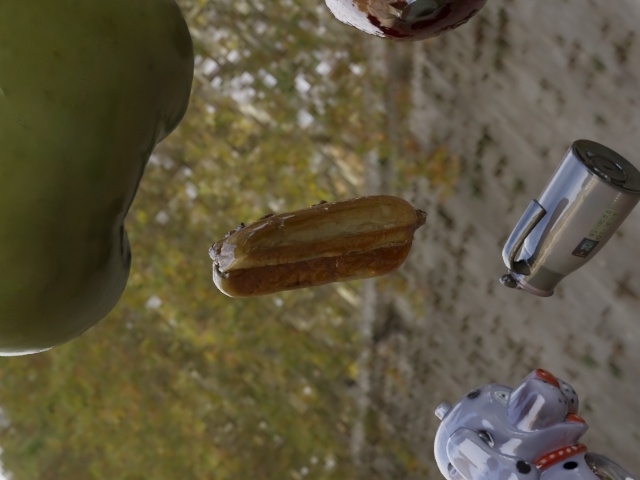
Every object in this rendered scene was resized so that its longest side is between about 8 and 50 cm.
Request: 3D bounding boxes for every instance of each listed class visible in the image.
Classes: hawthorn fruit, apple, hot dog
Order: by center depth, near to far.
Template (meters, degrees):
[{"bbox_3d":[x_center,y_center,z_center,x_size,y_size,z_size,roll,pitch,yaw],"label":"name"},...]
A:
[{"bbox_3d":[-0.308,-0.094,1.265,0.311,0.360,0.320,99,-165,-59],"label":"apple"},{"bbox_3d":[0.076,-0.264,1.369,0.185,0.185,0.202,-51,14,11],"label":"hawthorn fruit"},{"bbox_3d":[0.000,0.000,1.592,0.249,0.076,0.102,-11,-41,-24],"label":"hot dog"}]

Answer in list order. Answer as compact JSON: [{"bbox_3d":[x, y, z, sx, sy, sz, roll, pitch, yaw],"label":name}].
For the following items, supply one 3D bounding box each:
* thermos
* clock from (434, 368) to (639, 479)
[{"bbox_3d":[0.288,-0.018,1.846,0.137,0.105,0.193,0,-48,-44],"label":"thermos"},{"bbox_3d":[0.222,0.242,1.544,0.189,0.254,0.189,-36,-22,-17],"label":"clock"}]
